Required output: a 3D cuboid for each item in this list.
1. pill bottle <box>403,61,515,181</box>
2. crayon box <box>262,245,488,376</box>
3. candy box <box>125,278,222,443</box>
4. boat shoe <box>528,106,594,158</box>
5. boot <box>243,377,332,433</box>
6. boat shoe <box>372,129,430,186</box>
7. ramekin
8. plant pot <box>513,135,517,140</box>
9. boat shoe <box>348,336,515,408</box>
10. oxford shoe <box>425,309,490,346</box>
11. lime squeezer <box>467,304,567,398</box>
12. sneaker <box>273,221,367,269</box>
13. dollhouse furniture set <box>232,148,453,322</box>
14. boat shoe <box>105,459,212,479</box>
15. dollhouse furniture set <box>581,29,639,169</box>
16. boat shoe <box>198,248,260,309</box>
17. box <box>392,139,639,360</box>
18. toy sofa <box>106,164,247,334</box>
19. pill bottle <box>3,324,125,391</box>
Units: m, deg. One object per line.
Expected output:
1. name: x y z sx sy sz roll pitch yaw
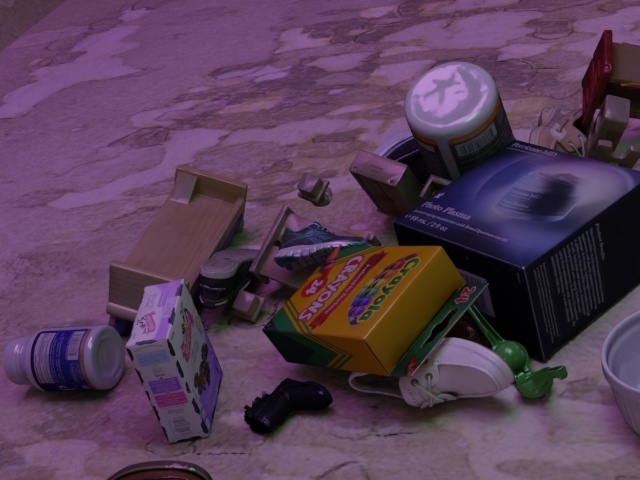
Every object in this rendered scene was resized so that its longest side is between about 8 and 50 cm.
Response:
1. pill bottle: 0.256 -0.166 2.084 0.162 0.278 0.162 -11 54 15
2. crayon box: 0.077 0.100 1.806 0.202 0.081 0.319 -48 26 -27
3. candy box: -0.224 0.187 1.863 0.070 0.196 0.164 -12 30 11
4. boat shoe: 0.446 -0.168 2.189 0.098 0.109 0.302 -7 26 22
5. boot: -0.052 0.253 1.809 0.121 0.045 0.099 5 34 48
6. boat shoe: 0.232 -0.153 2.279 0.306 0.113 0.105 -14 31 -26
7. ramekin: 0.480 0.180 1.569 0.207 0.109 0.207 -13 29 8
8. plant pot: 0.344 -0.147 2.246 0.079 0.083 0.083 -29 29 5
9. boat shoe: 0.154 0.203 1.732 0.277 0.098 0.096 -4 37 48
10. oxford shoe: 0.173 0.127 1.873 0.076 0.076 0.212 -40 35 -18
11. lime squeezer: 0.274 0.166 1.714 0.059 0.110 0.310 -43 28 -2
12. sneaker: 0.000 0.000 2.018 0.167 0.065 0.076 -5 60 21
13. dollhouse furniture set: 0.072 0.046 2.102 0.303 0.174 0.355 21 75 32
14. boat shoe: -0.291 0.394 1.656 0.307 0.110 0.104 -19 31 19
15. dollhouse furniture set: 0.565 -0.178 2.084 0.201 0.152 0.374 11 56 1
16. boat shoe: -0.158 0.062 2.147 0.084 0.079 0.233 5 14 17
17. box: 0.328 0.001 1.889 0.294 0.182 0.296 -33 33 -27
18. toy sofa: -0.263 0.031 2.235 0.150 0.177 0.362 15 37 7
19. pill bottle: -0.441 0.203 2.046 0.187 0.112 0.112 -4 32 24
